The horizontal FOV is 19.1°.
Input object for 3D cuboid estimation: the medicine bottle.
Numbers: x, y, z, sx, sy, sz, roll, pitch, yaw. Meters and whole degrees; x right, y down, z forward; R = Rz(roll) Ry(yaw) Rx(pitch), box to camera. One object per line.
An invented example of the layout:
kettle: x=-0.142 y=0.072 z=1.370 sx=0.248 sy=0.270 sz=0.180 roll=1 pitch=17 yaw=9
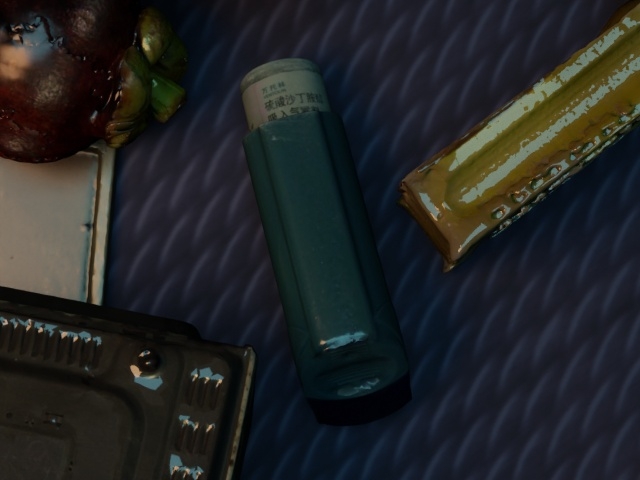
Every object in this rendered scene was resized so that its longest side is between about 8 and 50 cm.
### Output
medicine bottle: x=0.000 y=0.000 z=1.376 sx=0.079 sy=0.124 sz=0.258 roll=-15 pitch=73 yaw=2

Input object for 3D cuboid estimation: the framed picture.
framed picture: x=-0.278 y=0.073 z=1.407 sx=0.240 sy=0.020 sz=0.324 roll=3 pitch=84 yaw=1

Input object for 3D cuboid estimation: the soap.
soap: x=0.162 y=-0.077 z=1.359 sx=0.233 sy=0.135 sz=0.076 roll=-39 pitch=85 yaw=-3

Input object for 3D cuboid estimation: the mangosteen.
mangosteen: x=-0.180 y=-0.131 z=1.360 sx=0.180 sy=0.166 sz=0.166 roll=16 pitch=85 yaw=-7

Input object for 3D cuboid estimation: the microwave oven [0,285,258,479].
microwave oven: x=-0.237 y=0.171 z=1.251 sx=0.355 sy=0.218 sz=0.286 roll=12 pitch=70 yaw=2
